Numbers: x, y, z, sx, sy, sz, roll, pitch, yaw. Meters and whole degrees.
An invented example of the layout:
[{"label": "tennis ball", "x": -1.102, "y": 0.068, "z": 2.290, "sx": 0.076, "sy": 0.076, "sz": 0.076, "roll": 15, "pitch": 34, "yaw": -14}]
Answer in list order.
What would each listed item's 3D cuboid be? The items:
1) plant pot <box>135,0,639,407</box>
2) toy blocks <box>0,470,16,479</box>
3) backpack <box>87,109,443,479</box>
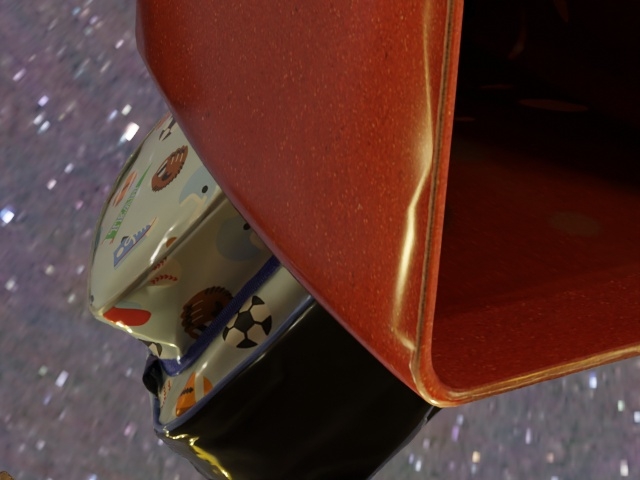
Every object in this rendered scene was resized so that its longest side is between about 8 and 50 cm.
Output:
[{"label": "plant pot", "x": 0.072, "y": -0.129, "z": 0.663, "sx": 0.267, "sy": 0.236, "sz": 0.267, "roll": -11, "pitch": -65, "yaw": -36}, {"label": "toy blocks", "x": -0.227, "y": 0.178, "z": 0.805, "sx": 0.381, "sy": 0.261, "sz": 0.191, "roll": 38, "pitch": -33, "yaw": 16}, {"label": "backpack", "x": 0.000, "y": 0.000, "z": 1.006, "sx": 0.276, "sy": 0.263, "sz": 0.213, "roll": -41, "pitch": -76, "yaw": 6}]
